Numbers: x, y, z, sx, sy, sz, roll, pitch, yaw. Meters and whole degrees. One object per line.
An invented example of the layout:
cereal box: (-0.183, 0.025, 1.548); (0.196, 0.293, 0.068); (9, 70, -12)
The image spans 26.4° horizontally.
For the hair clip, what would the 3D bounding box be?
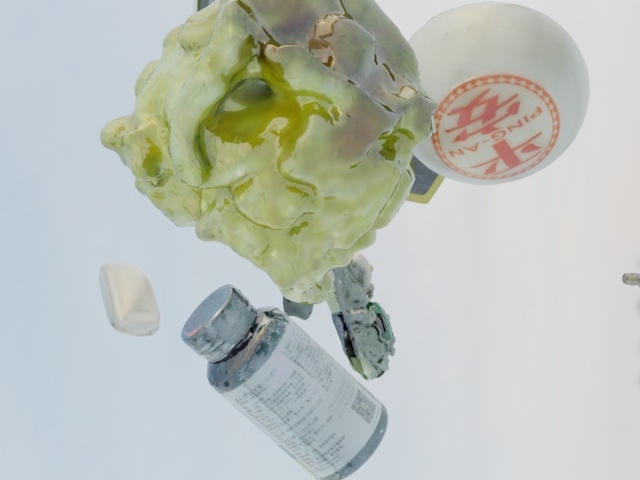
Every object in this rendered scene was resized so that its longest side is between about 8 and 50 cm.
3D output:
hair clip: (0.002, 0.000, 1.532); (0.321, 0.091, 0.138); (58, 167, -1)

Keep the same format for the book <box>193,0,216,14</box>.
book: (-0.090, -0.428, 2.278); (0.289, 0.026, 0.201); (-18, -54, -34)

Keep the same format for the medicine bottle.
medicine bottle: (-0.051, 0.188, 1.839); (0.293, 0.141, 0.141); (44, -140, -18)

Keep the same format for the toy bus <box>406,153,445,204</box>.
toy bus: (0.031, -0.160, 2.014); (0.145, 0.331, 0.151); (-60, 32, 35)

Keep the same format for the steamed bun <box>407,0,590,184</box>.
steamed bun: (0.194, -0.155, 1.571); (0.145, 0.232, 0.231); (-82, -14, -47)

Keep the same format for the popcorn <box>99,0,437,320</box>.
popcorn: (-0.035, -0.093, 1.151); (0.293, 0.237, 0.293); (22, -123, -38)

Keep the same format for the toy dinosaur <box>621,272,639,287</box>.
toy dinosaur: (0.390, 0.046, 1.593); (0.162, 0.126, 0.039); (-165, 80, -81)

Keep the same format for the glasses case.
glasses case: (-0.302, 0.090, 2.149); (0.204, 0.081, 0.051); (-118, 38, -60)
